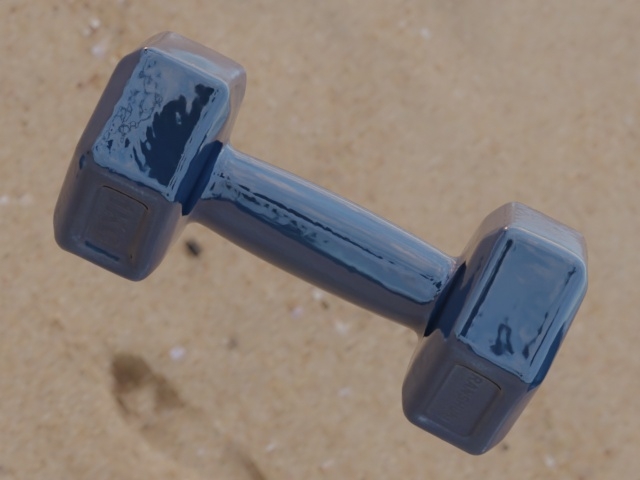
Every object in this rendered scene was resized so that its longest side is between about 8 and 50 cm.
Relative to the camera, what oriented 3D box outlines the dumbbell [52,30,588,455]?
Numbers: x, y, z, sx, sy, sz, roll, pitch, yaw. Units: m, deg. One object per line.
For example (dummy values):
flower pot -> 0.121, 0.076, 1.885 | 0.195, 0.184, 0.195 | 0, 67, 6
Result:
dumbbell -> 0.000, -0.001, 1.188 | 0.316, 0.143, 0.156 | 27, 75, 0
